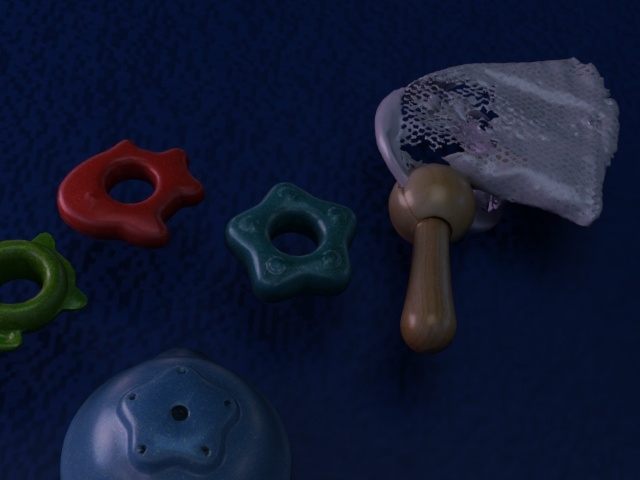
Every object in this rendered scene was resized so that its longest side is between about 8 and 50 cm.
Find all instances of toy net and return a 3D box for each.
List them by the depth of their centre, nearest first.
[{"bbox_3d":[0.000,0.000,0.392,0.232,0.045,0.122,-35,65,-27],"label":"toy net"}]
